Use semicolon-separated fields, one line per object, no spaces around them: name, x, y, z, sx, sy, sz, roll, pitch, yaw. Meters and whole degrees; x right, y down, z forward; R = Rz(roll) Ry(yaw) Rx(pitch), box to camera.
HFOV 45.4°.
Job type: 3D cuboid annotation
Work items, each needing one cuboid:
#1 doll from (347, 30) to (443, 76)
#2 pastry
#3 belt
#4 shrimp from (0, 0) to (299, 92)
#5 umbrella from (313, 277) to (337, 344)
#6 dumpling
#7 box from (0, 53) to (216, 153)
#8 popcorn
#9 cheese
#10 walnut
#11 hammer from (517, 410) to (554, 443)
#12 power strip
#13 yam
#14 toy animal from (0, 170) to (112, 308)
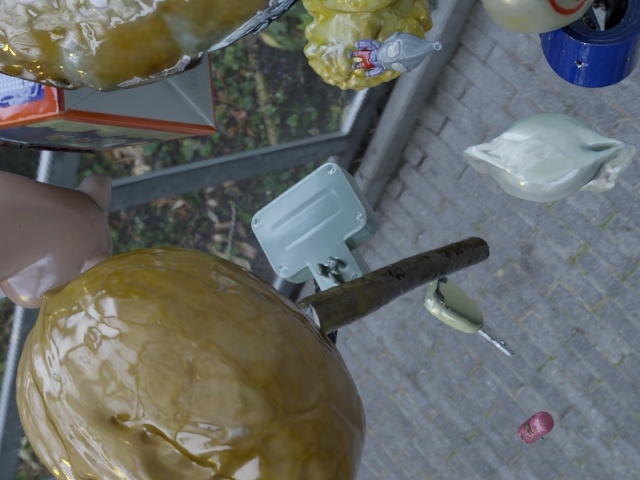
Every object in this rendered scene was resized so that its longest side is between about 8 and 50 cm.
doll;0.173;-0.431;1.758;0.228;0.075;0.102;0;133;28
pastry;0.404;-0.505;1.398;0.133;0.265;0.264;19;119;53
belt;0.570;-0.469;1.591;0.213;0.346;0.117;2;140;11
shrimp;-0.093;-0.264;0.320;0.272;0.085;0.444;16;122;-4
umbrella;0.005;0.177;1.750;0.122;0.110;0.272;-19;48;65
dumpling;0.317;-0.106;1.070;0.229;0.151;0.124;6;72;23
box;-0.350;-0.313;1.078;0.257;0.319;0.348;-4;92;28
popcorn;0.096;-0.559;1.922;0.349;0.382;0.348;-6;74;23
cheese;0.349;0.183;1.765;0.251;0.127;0.054;39;122;-6
walnut;-0.068;0.091;0.426;0.207;0.159;0.159;40;139;-20
hammer;0.380;0.331;1.349;0.043;0.043;0.083;51;148;17
power strip;0.000;0.000;1.532;0.229;0.141;0.261;-34;68;13
yam;0.093;0.043;0.855;0.045;0.327;0.045;55;132;16
toy animal;-0.420;0.009;1.030;0.213;0.256;0.195;-40;54;30
